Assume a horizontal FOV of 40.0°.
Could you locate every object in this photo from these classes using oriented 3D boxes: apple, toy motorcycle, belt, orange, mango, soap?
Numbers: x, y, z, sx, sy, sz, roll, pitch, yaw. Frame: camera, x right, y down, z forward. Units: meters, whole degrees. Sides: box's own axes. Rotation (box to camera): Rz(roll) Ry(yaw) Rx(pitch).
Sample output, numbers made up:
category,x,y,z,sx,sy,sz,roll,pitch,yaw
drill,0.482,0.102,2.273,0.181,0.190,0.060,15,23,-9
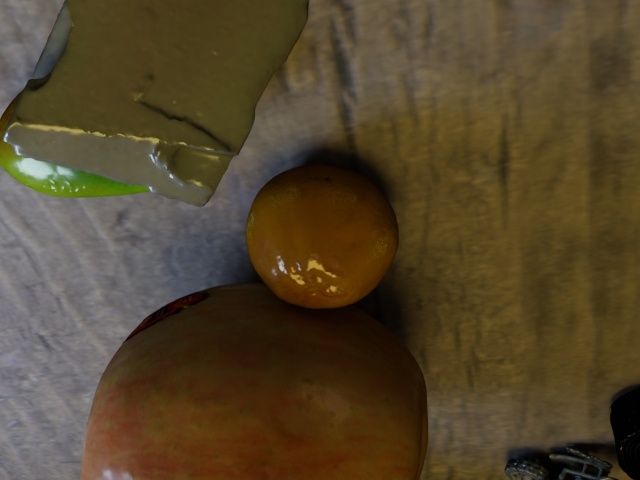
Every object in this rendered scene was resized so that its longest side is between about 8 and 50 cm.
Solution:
category,x,y,z,sx,sy,sz,roll,pitch,yaw
apple,-0.054,0.234,0.979,0.346,0.391,0.391,0,137,13
toy motorcycle,0.382,0.365,1.258,0.229,0.094,0.130,7,143,35
belt,0.476,0.262,1.155,0.198,0.078,0.151,32,128,-23
orange,0.000,0.000,0.895,0.159,0.136,0.159,6,138,6
mango,-0.196,-0.103,0.830,0.232,0.111,0.125,-2,143,13
soap,-0.073,-0.202,0.597,0.159,0.258,0.302,25,134,-16
